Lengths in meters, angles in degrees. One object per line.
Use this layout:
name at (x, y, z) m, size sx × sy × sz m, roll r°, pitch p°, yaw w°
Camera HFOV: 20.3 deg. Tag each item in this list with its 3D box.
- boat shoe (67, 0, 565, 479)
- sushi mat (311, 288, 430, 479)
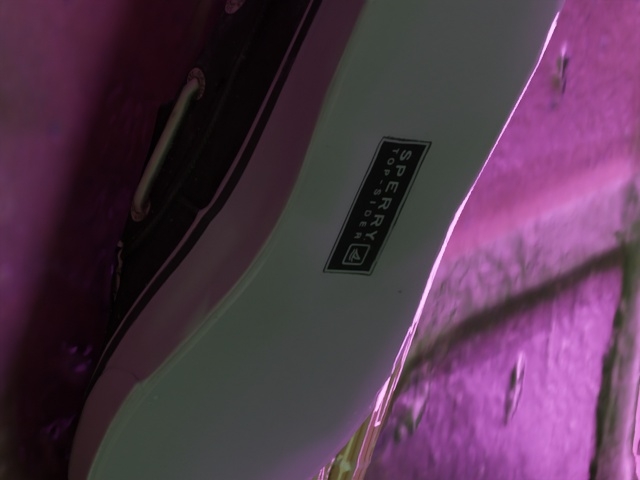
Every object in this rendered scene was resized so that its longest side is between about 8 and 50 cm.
boat shoe at (-0.011, -0.010, 0.476) m, size 0.077 × 0.070 × 0.219 m, roll 12°, pitch 119°, yaw -38°
sushi mat at (0.000, 0.000, 0.572) m, size 0.151 × 0.019 × 0.317 m, roll 17°, pitch 92°, yaw -54°
